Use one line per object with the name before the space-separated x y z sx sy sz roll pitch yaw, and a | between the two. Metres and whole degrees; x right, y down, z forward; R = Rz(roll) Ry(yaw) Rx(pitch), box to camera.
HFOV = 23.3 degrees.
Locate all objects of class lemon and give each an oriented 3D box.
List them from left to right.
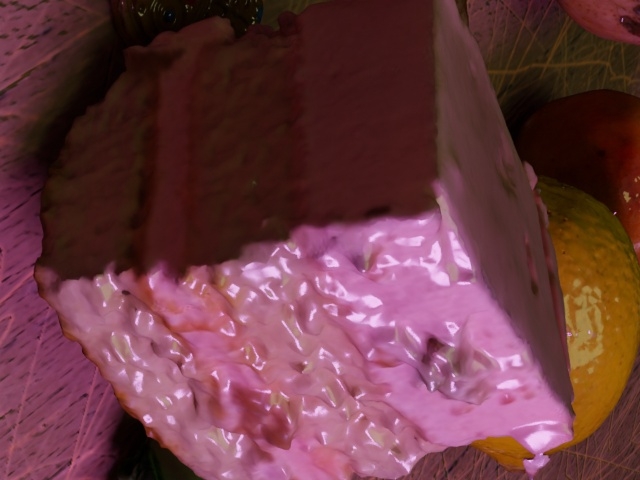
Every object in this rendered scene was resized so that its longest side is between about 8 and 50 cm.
lemon | 0.191 0.079 1.542 0.258 0.258 0.310 -21 109 -49

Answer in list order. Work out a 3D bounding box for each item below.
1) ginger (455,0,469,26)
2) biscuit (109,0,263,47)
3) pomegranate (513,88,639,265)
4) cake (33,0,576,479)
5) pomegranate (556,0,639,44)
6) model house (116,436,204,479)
ginger | 0.111 -0.209 1.476 0.288 0.075 0.089 -47 115 -27
biscuit | -0.100 -0.192 1.224 0.175 0.026 0.124 23 85 -55
pomegranate | 0.300 -0.066 1.691 0.209 0.209 0.209 -27 124 -47
cake | 0.000 0.000 1.165 0.314 0.307 0.293 53 32 -45
pomegranate | 0.363 -0.356 1.597 0.322 0.322 0.322 -27 124 -47
model house | -0.115 0.283 1.308 0.214 0.195 0.189 24 108 -41
